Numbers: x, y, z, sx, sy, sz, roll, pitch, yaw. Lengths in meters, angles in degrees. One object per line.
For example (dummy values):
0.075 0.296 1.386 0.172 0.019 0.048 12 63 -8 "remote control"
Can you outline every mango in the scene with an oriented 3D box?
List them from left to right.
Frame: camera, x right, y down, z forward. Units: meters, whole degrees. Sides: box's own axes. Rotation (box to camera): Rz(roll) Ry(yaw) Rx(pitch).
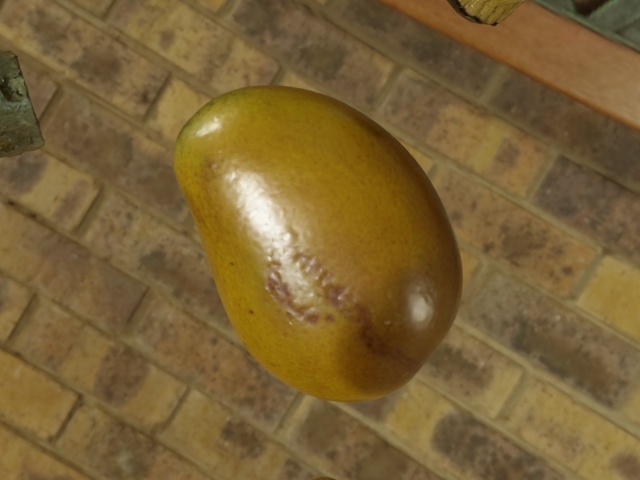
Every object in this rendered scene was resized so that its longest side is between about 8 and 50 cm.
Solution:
0.000 0.000 1.023 0.378 0.264 0.221 55 -167 -22 "mango"

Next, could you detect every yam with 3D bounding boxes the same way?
-0.468 -0.158 1.173 0.255 0.153 0.154 -13 -154 -27 "yam"

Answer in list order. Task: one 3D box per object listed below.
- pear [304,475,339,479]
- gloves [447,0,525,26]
0.017 0.478 1.503 0.209 0.208 0.209 31 -178 -1 "pear"
0.270 -0.397 1.073 0.155 0.356 0.203 46 -143 22 "gloves"
